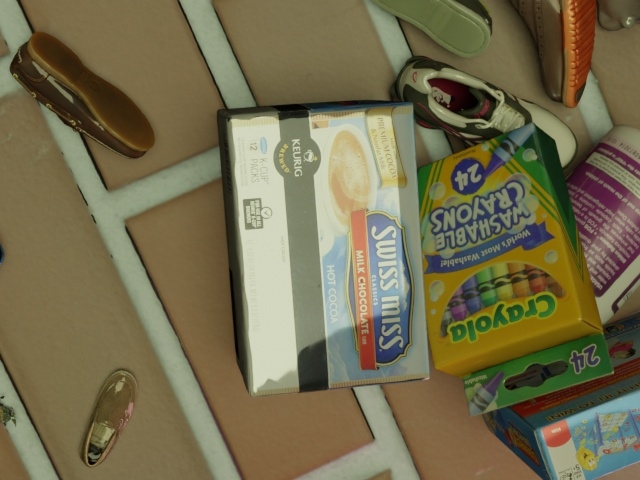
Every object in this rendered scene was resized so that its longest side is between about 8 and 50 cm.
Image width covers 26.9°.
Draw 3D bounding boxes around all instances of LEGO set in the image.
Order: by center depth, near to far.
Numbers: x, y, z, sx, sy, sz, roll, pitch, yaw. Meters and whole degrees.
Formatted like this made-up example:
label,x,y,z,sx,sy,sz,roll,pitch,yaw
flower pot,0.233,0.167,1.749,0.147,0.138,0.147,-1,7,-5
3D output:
label,x,y,z,sx,sy,sz,roll,pitch,yaw
LEGO set,-0.435,0.222,1.764,0.054,0.023,0.083,-43,87,-4

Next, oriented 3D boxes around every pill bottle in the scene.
label,x,y,z,sx,sy,sz,roll,pitch,yaw
pill bottle,0.357,0.007,1.778,0.169,0.169,0.301,42,89,-11

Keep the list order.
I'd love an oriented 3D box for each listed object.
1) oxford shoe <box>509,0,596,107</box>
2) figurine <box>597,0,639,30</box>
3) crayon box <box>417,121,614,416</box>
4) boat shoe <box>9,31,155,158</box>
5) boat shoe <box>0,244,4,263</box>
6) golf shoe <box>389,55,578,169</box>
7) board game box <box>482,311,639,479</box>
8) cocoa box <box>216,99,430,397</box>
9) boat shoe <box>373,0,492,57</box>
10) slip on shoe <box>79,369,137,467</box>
label,x,y,z,sx,sy,sz,roll,pitch,yaw
oxford shoe,0.283,-0.351,1.771,0.133,0.130,0.363,-3,106,25
figurine,0.450,-0.372,1.727,0.092,0.209,0.214,18,94,-10
crayon box,0.227,0.037,1.687,0.203,0.083,0.322,-22,65,26
boat shoe,-0.305,-0.176,1.715,0.207,0.073,0.073,44,127,-7
boat shoe,-0.511,-0.046,1.684,0.258,0.089,0.109,28,92,-10
golf shoe,0.224,-0.155,1.767,0.273,0.120,0.105,22,91,-12
board game box,0.384,0.193,1.736,0.308,0.302,0.086,-20,99,-5
cocoa box,0.000,0.000,1.692,0.228,0.231,0.347,-5,97,-7
boat shoe,0.130,-0.330,1.759,0.228,0.068,0.081,38,125,-9
slip on shoe,-0.282,0.238,1.775,0.051,0.041,0.135,27,92,-10
